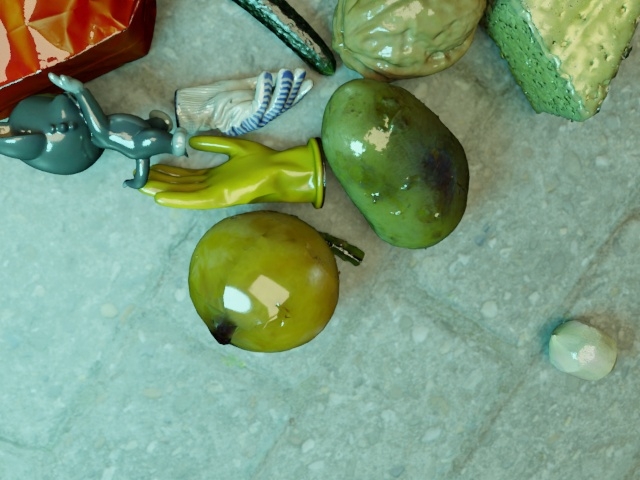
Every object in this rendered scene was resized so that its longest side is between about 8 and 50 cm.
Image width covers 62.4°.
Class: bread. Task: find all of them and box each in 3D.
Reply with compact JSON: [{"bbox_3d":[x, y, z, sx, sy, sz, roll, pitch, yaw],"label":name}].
[{"bbox_3d":[0.433,-0.366,0.820,0.316,0.248,0.278,-26,106,10],"label":"bread"}]

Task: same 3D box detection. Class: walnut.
[{"bbox_3d":[0.135,-0.343,0.811,0.245,0.198,0.198,-19,100,-12],"label":"walnut"}]

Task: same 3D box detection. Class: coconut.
[{"bbox_3d":[0.478,0.200,0.983,0.125,0.110,0.110,30,93,-13],"label":"coconut"}]

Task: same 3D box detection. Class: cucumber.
[{"bbox_3d":[-0.055,-0.347,0.856,0.215,0.052,0.058,39,112,-11],"label":"cucumber"}]

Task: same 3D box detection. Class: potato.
[{"bbox_3d":[0.123,-0.121,0.825,0.307,0.173,0.210,43,73,-36],"label":"potato"}]

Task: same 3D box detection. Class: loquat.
[{"bbox_3d":[-0.086,0.064,0.821,0.235,0.235,0.234,-1,98,-7],"label":"loquat"}]

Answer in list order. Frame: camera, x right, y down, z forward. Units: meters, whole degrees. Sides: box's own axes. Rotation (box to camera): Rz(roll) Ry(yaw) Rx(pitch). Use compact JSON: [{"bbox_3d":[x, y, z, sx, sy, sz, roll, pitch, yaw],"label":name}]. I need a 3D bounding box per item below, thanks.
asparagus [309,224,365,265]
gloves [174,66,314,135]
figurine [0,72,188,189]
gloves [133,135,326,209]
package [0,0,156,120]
[{"bbox_3d":[0.000,0.000,0.924,0.165,0.030,0.036,22,105,-10],"label":"asparagus"},{"bbox_3d":[-0.122,-0.225,0.845,0.229,0.119,0.097,-15,138,5],"label":"gloves"},{"bbox_3d":[-0.321,-0.148,0.773,0.266,0.193,0.140,19,96,-4],"label":"figurine"},{"bbox_3d":[-0.146,-0.102,0.839,0.295,0.133,0.116,-3,110,-9],"label":"gloves"},{"bbox_3d":[-0.409,-0.276,0.747,0.424,0.196,0.123,-26,105,-4],"label":"package"}]
